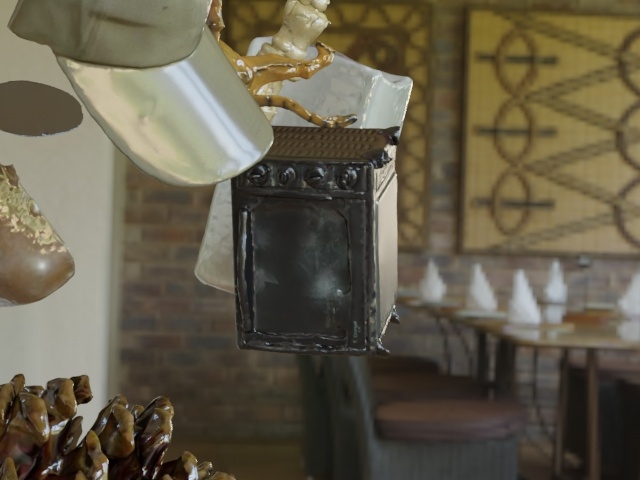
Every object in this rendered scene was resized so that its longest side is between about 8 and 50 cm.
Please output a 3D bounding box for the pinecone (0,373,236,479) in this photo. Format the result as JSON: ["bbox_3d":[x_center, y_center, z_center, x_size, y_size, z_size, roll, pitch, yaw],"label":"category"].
[{"bbox_3d":[-0.151,0.163,0.802,0.212,0.185,0.169,-23,39,-38],"label":"pinecone"}]

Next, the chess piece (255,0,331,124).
[{"bbox_3d":[-0.043,-0.178,1.400,0.060,0.172,0.060,31,12,-7],"label":"chess piece"}]

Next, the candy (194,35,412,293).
[{"bbox_3d":[-0.021,-0.085,1.876,0.208,0.358,0.145,17,8,26],"label":"candy"}]

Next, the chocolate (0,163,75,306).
[{"bbox_3d":[-0.307,-0.005,1.081,0.261,0.161,0.083,2,44,50],"label":"chocolate"}]

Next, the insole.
[{"bbox_3d":[-0.318,-0.132,1.344,0.188,0.064,0.004,4,-27,-35],"label":"insole"}]

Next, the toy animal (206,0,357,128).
[{"bbox_3d":[-0.087,-0.158,1.223,0.255,0.116,0.114,31,12,14],"label":"toy animal"}]

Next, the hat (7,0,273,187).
[{"bbox_3d":[-0.079,-0.140,0.856,0.173,0.144,0.166,35,43,-3],"label":"hat"}]

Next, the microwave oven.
[{"bbox_3d":[-0.001,0.000,1.591,0.178,0.247,0.188,1,16,9],"label":"microwave oven"}]
